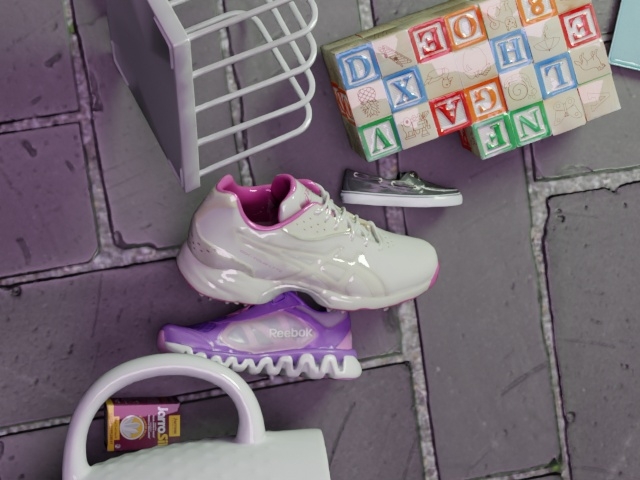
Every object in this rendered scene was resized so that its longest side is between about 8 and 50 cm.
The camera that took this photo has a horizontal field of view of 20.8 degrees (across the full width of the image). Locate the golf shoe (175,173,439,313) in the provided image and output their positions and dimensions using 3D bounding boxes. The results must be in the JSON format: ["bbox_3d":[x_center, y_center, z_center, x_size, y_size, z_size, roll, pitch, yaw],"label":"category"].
[{"bbox_3d":[0.000,0.000,1.914,0.306,0.115,0.140,2,123,-23],"label":"golf shoe"}]

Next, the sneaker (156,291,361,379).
[{"bbox_3d":[-0.066,0.100,1.957,0.236,0.095,0.105,5,88,-17],"label":"sneaker"}]

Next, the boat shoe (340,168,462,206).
[{"bbox_3d":[0.093,-0.060,1.990,0.142,0.049,0.040,2,95,-10],"label":"boat shoe"}]

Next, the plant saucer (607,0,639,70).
[{"bbox_3d":[0.384,-0.294,2.040,0.067,0.018,0.192,12,94,-13],"label":"plant saucer"}]

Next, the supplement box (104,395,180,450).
[{"bbox_3d":[-0.201,0.206,1.960,0.083,0.043,0.055,-2,96,-12],"label":"supplement box"}]

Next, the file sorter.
[{"bbox_3d":[-0.109,-0.221,1.791,0.173,0.278,0.193,-23,65,-14],"label":"file sorter"}]

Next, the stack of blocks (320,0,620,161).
[{"bbox_3d":[0.168,-0.183,1.963,0.297,0.087,0.171,-20,106,-7],"label":"stack of blocks"}]

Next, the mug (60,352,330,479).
[{"bbox_3d":[-0.153,0.305,1.864,0.328,0.276,0.374,-5,98,-4],"label":"mug"}]
